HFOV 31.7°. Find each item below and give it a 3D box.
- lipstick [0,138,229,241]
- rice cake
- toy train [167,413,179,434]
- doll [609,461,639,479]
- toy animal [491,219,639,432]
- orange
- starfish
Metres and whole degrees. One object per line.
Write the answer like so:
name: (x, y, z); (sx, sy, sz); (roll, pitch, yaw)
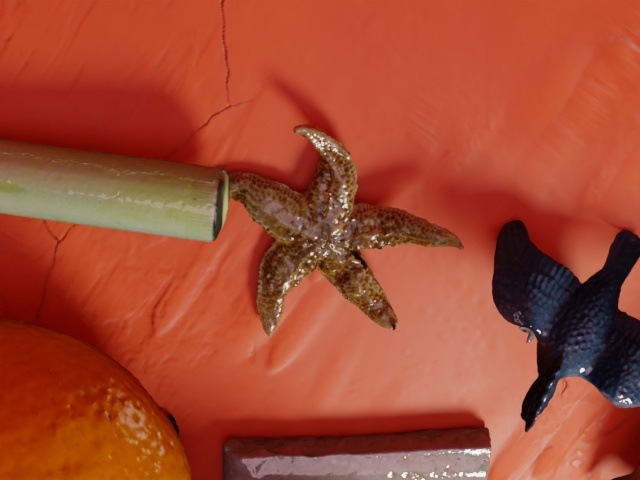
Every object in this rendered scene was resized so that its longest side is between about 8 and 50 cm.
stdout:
lipstick: (-0.238, -0.052, 1.071); (0.304, 0.076, 0.076); (7, 110, -1)
rice cake: (0.041, 0.267, 1.245); (0.298, 0.050, 0.106); (-1, 111, -6)
toy train: (-0.166, 0.228, 1.227); (0.017, 0.017, 0.083); (10, 109, -12)
doll: (0.522, 0.302, 1.213); (0.370, 0.226, 0.215); (15, 120, -12)
toy animal: (0.265, 0.088, 1.125); (0.239, 0.176, 0.255); (33, 80, 1)
orange: (-0.328, 0.283, 1.068); (0.424, 0.326, 0.424); (-1, 110, -3)
starfish: (0.000, 0.000, 1.135); (0.277, 0.062, 0.236); (10, 111, -1)
